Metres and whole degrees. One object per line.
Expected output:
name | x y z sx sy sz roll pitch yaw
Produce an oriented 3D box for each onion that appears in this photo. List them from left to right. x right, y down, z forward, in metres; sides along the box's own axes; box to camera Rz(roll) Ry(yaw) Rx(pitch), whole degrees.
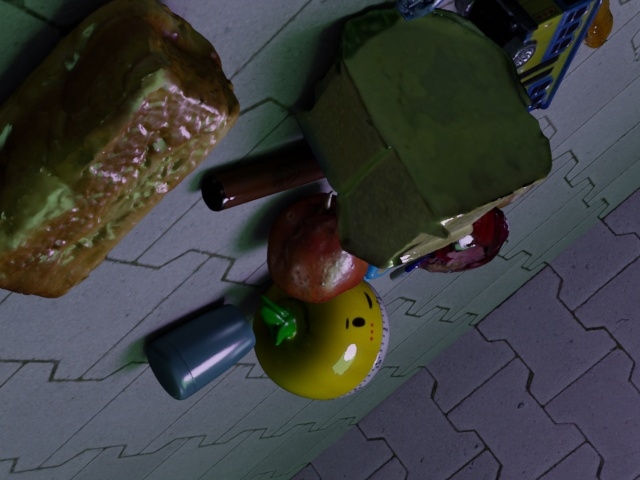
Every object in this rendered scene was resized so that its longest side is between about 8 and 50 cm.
onion | 0.246 -0.043 1.919 0.252 0.219 0.252 6 173 1

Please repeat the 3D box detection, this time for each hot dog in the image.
hot dog | 0.464 -0.400 1.681 0.083 0.068 0.289 -49 157 11

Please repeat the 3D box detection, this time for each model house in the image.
model house | 0.128 -0.131 1.384 0.261 0.321 0.266 -22 167 -31

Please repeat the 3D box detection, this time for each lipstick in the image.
lipstick | -0.028 -0.114 1.494 0.356 0.057 0.057 -21 154 -39

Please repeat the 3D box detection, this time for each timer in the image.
timer | -0.027 0.167 1.841 0.285 0.285 0.285 -32 160 -14

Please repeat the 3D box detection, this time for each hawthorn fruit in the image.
hawthorn fruit | 0.000 0.000 1.635 0.179 0.179 0.200 -25 144 -32

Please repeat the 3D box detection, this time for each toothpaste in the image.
toothpaste | 0.124 0.035 1.340 0.024 0.015 0.083 -28 174 -42

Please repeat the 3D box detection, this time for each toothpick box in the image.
toothpick box | -0.214 0.197 1.777 0.184 0.120 0.120 -32 160 -27

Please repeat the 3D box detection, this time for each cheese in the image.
cheese | 0.156 0.002 2.093 0.106 0.037 0.256 -14 144 -47

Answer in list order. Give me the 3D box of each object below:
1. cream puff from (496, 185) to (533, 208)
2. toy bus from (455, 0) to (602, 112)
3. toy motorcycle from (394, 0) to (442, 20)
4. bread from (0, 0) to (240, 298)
cream puff | 0.396 -0.134 2.097 0.144 0.103 0.126 -22 160 -36
toy bus | 0.296 -0.301 1.508 0.175 0.138 0.288 -29 158 -20
toy motorcycle | 0.193 -0.372 1.229 0.254 0.092 0.135 -40 178 17
bread | -0.252 -0.097 1.021 0.344 0.149 0.195 -42 148 14
